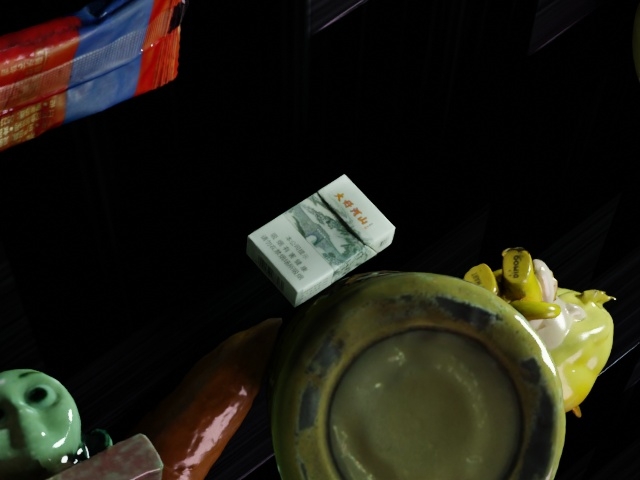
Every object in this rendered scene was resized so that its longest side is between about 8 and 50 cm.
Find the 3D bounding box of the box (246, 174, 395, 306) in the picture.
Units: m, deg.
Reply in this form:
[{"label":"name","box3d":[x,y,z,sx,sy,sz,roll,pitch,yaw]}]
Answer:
[{"label":"box","box3d":[0.000,0.000,1.055,0.083,0.054,0.024,-33,155,-23]}]

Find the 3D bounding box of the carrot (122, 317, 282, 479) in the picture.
[{"label":"carrot","box3d":[-0.092,0.133,1.139,0.205,0.072,0.072,-51,158,7]}]

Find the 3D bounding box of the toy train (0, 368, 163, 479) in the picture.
[{"label":"toy train","box3d":[-0.150,0.191,0.924,0.150,0.221,0.304,-23,153,-23]}]

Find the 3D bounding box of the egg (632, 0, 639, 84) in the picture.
[{"label":"egg","box3d":[0.304,-0.155,1.156,0.164,0.164,0.201,-31,152,-27]}]

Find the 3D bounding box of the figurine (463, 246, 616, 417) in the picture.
[{"label":"figurine","box3d":[0.196,0.085,1.493,0.156,0.131,0.246,-26,148,12]}]

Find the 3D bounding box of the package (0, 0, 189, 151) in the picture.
[{"label":"package","box3d":[-0.136,-0.068,0.727,0.200,0.022,0.083,-29,156,-34]}]

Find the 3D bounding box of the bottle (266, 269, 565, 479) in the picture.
[{"label":"bottle","box3d":[0.043,0.101,1.085,0.171,0.171,0.351,-41,-176,-3]}]
